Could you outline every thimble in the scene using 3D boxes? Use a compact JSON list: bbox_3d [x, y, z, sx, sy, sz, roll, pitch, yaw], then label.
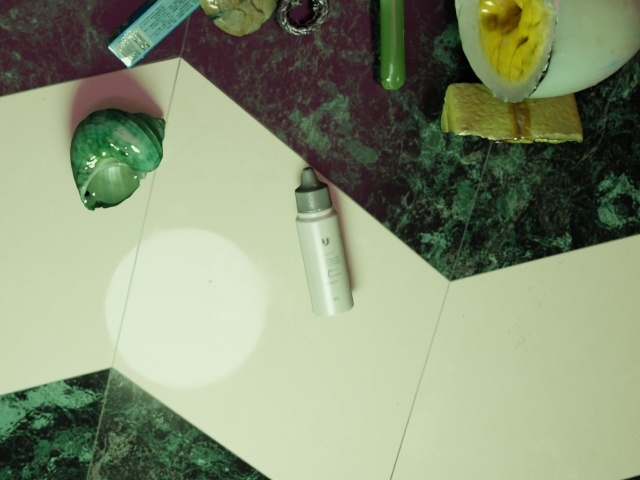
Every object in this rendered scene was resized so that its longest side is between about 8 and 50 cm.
[{"bbox_3d":[-0.034,-0.448,1.882,0.095,0.066,0.104,24,103,-13],"label":"thimble"}]

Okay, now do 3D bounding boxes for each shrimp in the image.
[{"bbox_3d":[-0.150,-0.560,1.783,0.247,0.085,0.360,-22,115,-43],"label":"shrimp"}]

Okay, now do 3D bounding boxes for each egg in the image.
[{"bbox_3d":[0.474,-0.454,1.821,0.340,0.354,0.354,-13,108,-20],"label":"egg"}]

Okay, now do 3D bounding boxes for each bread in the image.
[{"bbox_3d":[0.381,-0.243,1.940,0.266,0.178,0.141,0,112,-5],"label":"bread"}]

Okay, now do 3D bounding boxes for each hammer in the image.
[{"bbox_3d":[0.141,-0.459,1.890,0.206,0.119,0.335,-5,113,-7],"label":"hammer"}]

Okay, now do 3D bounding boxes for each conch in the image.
[{"bbox_3d":[-0.386,-0.173,1.874,0.202,0.134,0.196,-19,148,-9],"label":"conch"}]

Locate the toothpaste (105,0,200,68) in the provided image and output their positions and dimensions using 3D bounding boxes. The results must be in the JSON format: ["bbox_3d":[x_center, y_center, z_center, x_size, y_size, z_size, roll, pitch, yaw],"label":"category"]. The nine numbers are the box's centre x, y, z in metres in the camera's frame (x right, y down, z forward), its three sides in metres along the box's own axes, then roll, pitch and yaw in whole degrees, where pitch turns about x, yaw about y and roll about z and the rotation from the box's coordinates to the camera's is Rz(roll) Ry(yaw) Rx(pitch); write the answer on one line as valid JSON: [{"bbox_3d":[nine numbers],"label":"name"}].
[{"bbox_3d":[-0.289,-0.439,1.841,0.267,0.050,0.065,-41,123,6],"label":"toothpaste"}]

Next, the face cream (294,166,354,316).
[{"bbox_3d":[0.000,0.000,1.999,0.092,0.092,0.311,-13,106,-5],"label":"face cream"}]
